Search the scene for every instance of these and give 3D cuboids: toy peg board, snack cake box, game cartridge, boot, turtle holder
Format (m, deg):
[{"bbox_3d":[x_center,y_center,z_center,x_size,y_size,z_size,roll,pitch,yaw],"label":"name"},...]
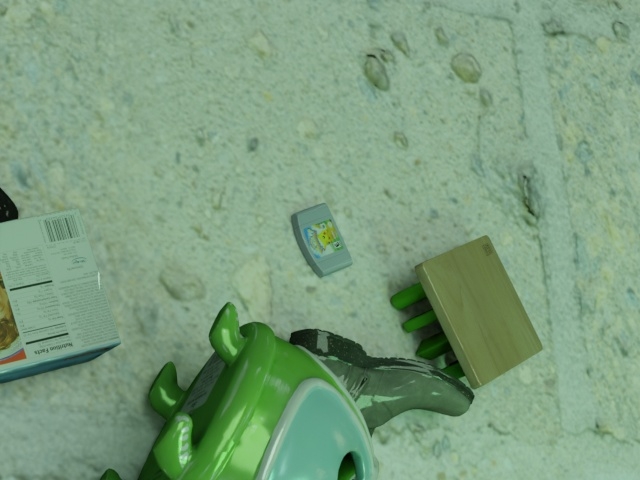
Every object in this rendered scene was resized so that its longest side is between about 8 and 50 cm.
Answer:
[{"bbox_3d":[0.172,0.095,1.816,0.161,0.079,0.161,-21,85,-52],"label":"toy peg board"},{"bbox_3d":[-0.348,0.071,1.470,0.264,0.089,0.152,-12,80,-35],"label":"snack cake box"},{"bbox_3d":[0.000,0.000,1.767,0.056,0.017,0.083,-22,85,-33],"label":"game cartridge"},{"bbox_3d":[0.052,0.209,1.694,0.247,0.083,0.161,19,71,-21],"label":"boot"},{"bbox_3d":[-0.074,0.243,1.465,0.227,0.243,0.320,33,31,-12],"label":"turtle holder"}]

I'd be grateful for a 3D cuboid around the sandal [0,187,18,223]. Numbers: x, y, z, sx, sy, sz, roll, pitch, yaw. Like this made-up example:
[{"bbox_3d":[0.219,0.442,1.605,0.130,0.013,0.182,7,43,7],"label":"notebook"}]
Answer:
[{"bbox_3d":[-0.379,-0.078,1.536,0.179,0.040,0.067,45,55,-11],"label":"sandal"}]
